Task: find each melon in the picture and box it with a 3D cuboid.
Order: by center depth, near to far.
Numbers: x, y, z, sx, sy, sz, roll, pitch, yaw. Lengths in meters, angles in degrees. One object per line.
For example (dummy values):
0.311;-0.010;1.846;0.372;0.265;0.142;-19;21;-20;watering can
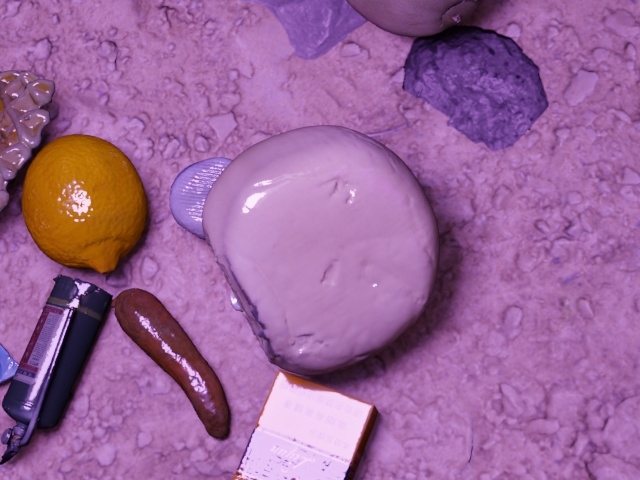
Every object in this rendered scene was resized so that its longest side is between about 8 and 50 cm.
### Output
0.134;-0.465;1.709;0.269;0.268;0.330;-23;77;1;melon

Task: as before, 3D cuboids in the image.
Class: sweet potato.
-0.213;0.173;1.660;0.075;0.075;0.273;-40;75;-5;sweet potato

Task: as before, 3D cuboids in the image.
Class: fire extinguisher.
-0.408;0.198;1.666;0.093;0.118;0.294;28;74;-26;fire extinguisher

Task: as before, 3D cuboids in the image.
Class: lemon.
-0.358;-0.059;1.697;0.187;0.187;0.244;-21;66;2;lemon

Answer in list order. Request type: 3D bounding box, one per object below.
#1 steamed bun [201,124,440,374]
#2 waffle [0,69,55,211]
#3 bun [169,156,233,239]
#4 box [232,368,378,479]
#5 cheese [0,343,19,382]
0.000;0.000;1.586;0.312;0.233;0.333;-21;110;-10;steamed bun
-0.548;-0.144;1.759;0.309;0.056;0.291;3;63;38;waffle
-0.161;-0.059;1.720;0.141;0.083;0.140;-2;63;3;bun
-0.031;0.320;1.582;0.152;0.070;0.237;19;74;15;box
-0.556;0.124;1.738;0.135;0.052;0.244;-28;71;2;cheese
